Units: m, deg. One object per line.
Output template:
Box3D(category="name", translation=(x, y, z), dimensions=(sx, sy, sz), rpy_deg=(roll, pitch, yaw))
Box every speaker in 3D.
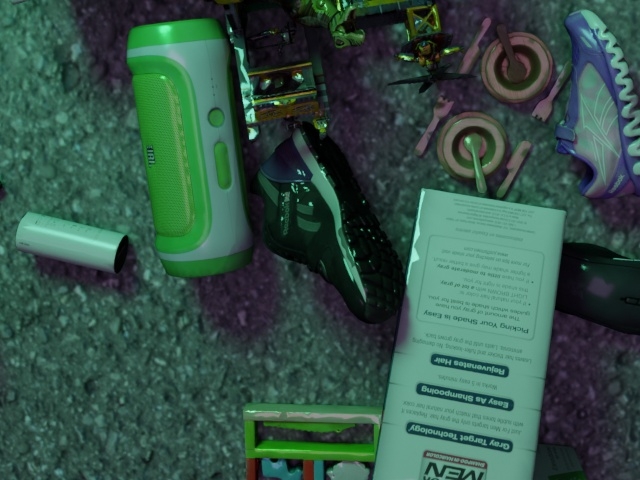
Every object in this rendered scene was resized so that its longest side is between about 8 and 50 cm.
Box3D(category="speaker", translation=(-0.155, -0.111, 1.059), dimensions=(0.131, 0.131, 0.296), rpy_deg=(-5, 102, 8))
Box3D(category="speaker", translation=(-0.322, 0.003, 1.141), dimensions=(0.136, 0.055, 0.055), rpy_deg=(13, 104, 3))

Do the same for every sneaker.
Box3D(category="sneaker", translation=(0.317, -0.147, 1.019), dimensions=(0.105, 0.095, 0.236), rpy_deg=(-18, 101, 18))
Box3D(category="sneaker", translation=(0.000, 0.000, 1.028), dimensions=(0.124, 0.283, 0.107), rpy_deg=(-39, 139, 21))

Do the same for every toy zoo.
Box3D(category="toy zoo", translation=(-0.006, 0.367, 1.201), dimensions=(0.192, 0.030, 0.293), rpy_deg=(1, 103, 6))

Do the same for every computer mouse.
Box3D(category="computer mouse", translation=(0.406, 0.038, 1.064), dimensions=(0.262, 0.060, 0.184), rpy_deg=(19, 105, 2))

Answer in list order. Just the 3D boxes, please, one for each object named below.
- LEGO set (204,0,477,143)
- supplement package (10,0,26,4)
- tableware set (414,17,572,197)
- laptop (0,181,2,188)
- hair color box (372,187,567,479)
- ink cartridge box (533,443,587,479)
Box3D(category="LEGO set", translation=(0.022, -0.222, 0.934), dimensions=(0.331, 0.255, 0.192), rpy_deg=(-8, 77, -8))
Box3D(category="supplement package", translation=(-0.218, -0.401, 0.949), dimensions=(0.293, 0.175, 0.177), rpy_deg=(-12, 125, 9))
Box3D(category="tableware set", translation=(0.209, -0.158, 1.052), dimensions=(0.128, 0.039, 0.194), rpy_deg=(27, 104, 0))
Box3D(category="laptop", translation=(-0.702, -0.096, 1.069), dimensions=(0.382, 0.236, 0.408), rpy_deg=(-37, 96, 13))
Box3D(category="hair color box", translation=(0.171, 0.128, 1.015), dimensions=(0.174, 0.105, 0.347), rpy_deg=(10, 76, 6))
Box3D(category="ink cartridge box", translation=(0.222, 0.318, 1.102), dimensions=(0.208, 0.153, 0.086), rpy_deg=(4, 103, 5))
